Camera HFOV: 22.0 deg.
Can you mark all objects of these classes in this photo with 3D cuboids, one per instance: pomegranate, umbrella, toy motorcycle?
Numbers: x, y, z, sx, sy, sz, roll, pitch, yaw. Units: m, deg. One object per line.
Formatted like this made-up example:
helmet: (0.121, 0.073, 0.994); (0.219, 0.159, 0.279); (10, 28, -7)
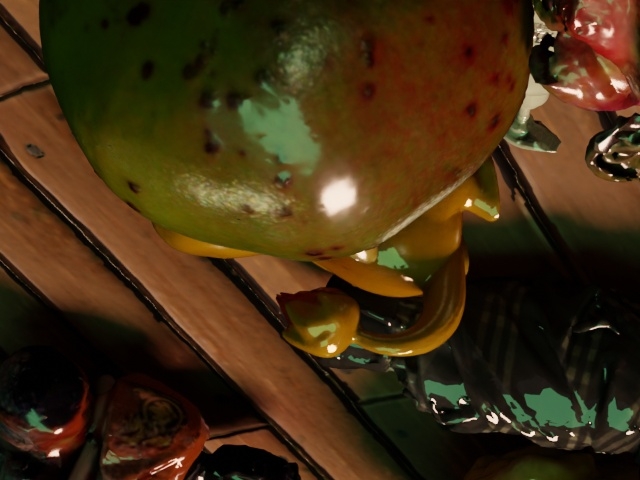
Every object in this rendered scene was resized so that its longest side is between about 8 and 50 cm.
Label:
pomegranate: (-0.013, -0.066, 0.680); (0.198, 0.198, 0.246); (5, 127, 3)
umbrella: (0.165, 0.086, 0.932); (0.337, 0.128, 0.154); (5, 128, 13)
toy motorcycle: (-0.223, 0.163, 1.076); (0.401, 0.134, 0.207); (-13, 138, 22)

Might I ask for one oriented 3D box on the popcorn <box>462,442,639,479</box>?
popcorn: (0.169, 0.225, 1.022); (0.250, 0.190, 0.250); (9, 170, 2)

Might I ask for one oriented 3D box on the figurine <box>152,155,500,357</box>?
figurine: (-0.002, 0.003, 0.838); (0.176, 0.122, 0.121); (11, 145, -6)

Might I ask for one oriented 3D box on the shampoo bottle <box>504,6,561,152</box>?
shampoo bottle: (0.099, -0.099, 0.753); (0.077, 0.045, 0.152); (6, 144, 0)

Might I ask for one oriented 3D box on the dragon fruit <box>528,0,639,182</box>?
dragon fruit: (0.182, -0.117, 0.598); (0.282, 0.147, 0.211); (-24, 134, -16)
